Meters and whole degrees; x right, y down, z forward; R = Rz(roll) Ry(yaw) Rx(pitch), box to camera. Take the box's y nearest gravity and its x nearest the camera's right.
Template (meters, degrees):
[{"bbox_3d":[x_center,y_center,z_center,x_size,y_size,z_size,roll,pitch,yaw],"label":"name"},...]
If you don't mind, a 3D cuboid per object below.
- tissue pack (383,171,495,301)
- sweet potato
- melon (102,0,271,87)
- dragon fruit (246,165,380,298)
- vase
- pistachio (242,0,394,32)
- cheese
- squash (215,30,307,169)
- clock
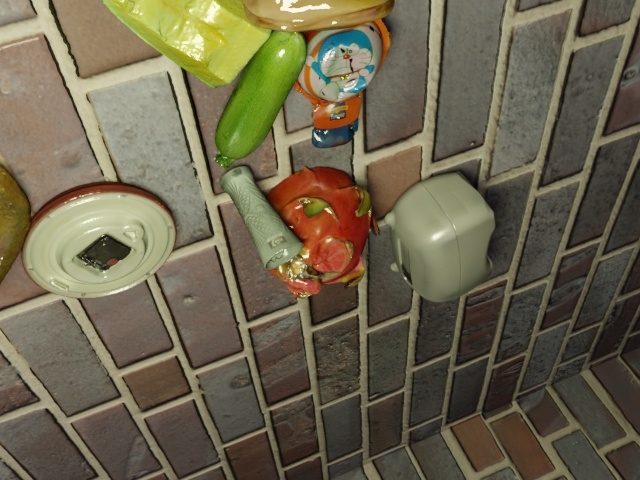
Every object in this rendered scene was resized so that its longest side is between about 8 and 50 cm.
[{"bbox_3d":[0.305,0.005,1.812,0.236,0.229,0.333,-25,142,-8],"label":"tissue pack"},{"bbox_3d":[-0.599,-0.036,1.311,0.124,0.098,0.309,-38,144,-60],"label":"sweet potato"},{"bbox_3d":[-0.229,-0.386,1.139,0.324,0.124,0.196,24,111,-42],"label":"melon"},{"bbox_3d":[0.000,0.000,1.629,0.306,0.225,0.305,-16,137,-15],"label":"dragon fruit"},{"bbox_3d":[-0.131,-0.054,1.485,0.096,0.219,0.096,-30,164,-9],"label":"vase"},{"bbox_3d":[-0.006,-0.436,1.157,0.261,0.212,0.162,-9,147,-9],"label":"pistachio"},{"bbox_3d":[0.034,-0.321,1.367,0.217,0.129,0.329,-15,140,-15],"label":"cheese"},{"bbox_3d":[-0.126,-0.256,1.329,0.102,0.101,0.378,-1,151,-31],"label":"squash"},{"bbox_3d":[-0.459,0.012,1.476,0.319,0.080,0.318,-16,140,-14],"label":"clock"}]
